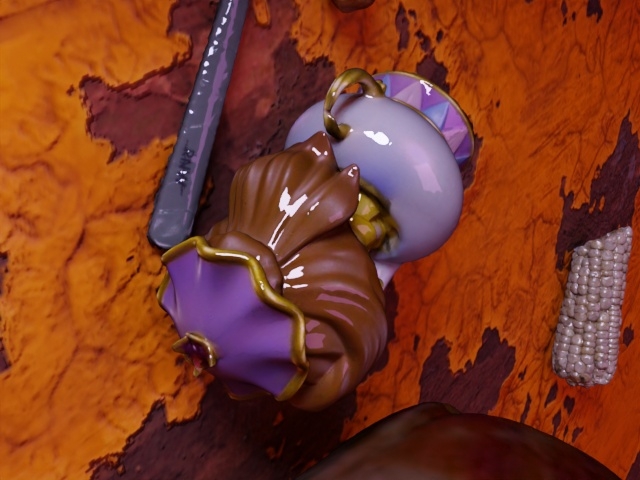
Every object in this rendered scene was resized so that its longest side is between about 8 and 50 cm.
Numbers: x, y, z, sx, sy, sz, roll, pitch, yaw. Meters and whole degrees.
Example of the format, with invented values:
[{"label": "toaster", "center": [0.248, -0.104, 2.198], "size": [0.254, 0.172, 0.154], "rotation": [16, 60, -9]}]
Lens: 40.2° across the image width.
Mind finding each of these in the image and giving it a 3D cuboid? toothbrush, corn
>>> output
[{"label": "toothbrush", "center": [-0.058, -0.136, 0.553], "size": [0.030, 0.030, 0.298], "rotation": [15, 91, -29]}, {"label": "corn", "center": [0.345, 0.083, 1.118], "size": [0.087, 0.087, 0.211], "rotation": [-2, 98, -52]}]

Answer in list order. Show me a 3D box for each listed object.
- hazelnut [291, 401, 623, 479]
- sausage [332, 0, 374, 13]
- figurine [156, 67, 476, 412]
[{"label": "hazelnut", "center": [0.084, 0.342, 0.642], "size": [0.429, 0.402, 0.402], "rotation": [-53, 138, -25]}, {"label": "sausage", "center": [0.027, -0.228, 0.620], "size": [0.039, 0.041, 0.131], "rotation": [-36, 132, -69]}, {"label": "figurine", "center": [0.000, 0.000, 0.580], "size": [0.263, 0.142, 0.190], "rotation": [-51, 138, -32]}]
